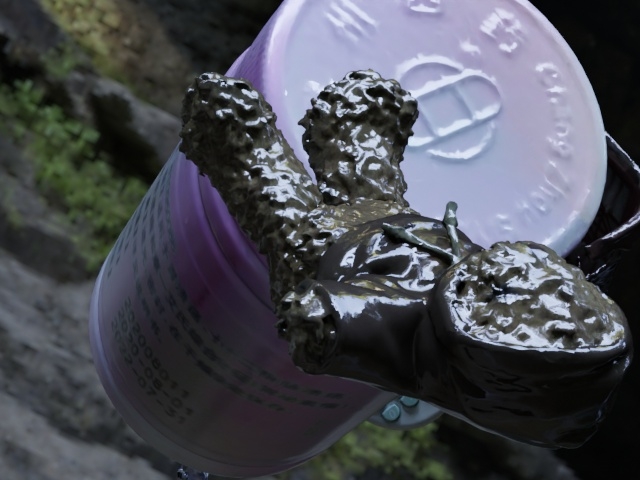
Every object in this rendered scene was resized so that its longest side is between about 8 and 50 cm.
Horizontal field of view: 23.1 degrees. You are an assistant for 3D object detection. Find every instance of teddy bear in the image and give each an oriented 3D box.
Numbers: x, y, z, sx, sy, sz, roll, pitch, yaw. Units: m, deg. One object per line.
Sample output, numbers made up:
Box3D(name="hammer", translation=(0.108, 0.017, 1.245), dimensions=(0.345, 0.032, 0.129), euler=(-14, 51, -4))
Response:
Box3D(name="teddy bear", translation=(0.021, 0.014, 0.473), dimensions=(0.119, 0.078, 0.160), euler=(-2, 33, -41))

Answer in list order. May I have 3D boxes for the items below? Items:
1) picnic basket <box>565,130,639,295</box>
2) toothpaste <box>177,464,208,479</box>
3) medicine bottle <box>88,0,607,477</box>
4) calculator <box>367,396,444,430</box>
Box3D(name="picnic basket", translation=(0.090, -0.028, 1.155), dimensions=(0.297, 0.222, 0.129), euler=(47, -21, 33))
Box3D(name="toothpaste", translation=(-0.076, 0.079, 1.063), dimensions=(0.028, 0.170, 0.045), euler=(12, -9, -31))
Box3D(name="medicine bottle", translation=(0.000, 0.000, 0.691), dimensions=(0.152, 0.152, 0.254), euler=(27, -32, -11))
Box3D(name="calculator", translation=(0.026, 0.046, 0.957), dimensions=(0.153, 0.095, 0.021), euler=(52, 8, 8))
